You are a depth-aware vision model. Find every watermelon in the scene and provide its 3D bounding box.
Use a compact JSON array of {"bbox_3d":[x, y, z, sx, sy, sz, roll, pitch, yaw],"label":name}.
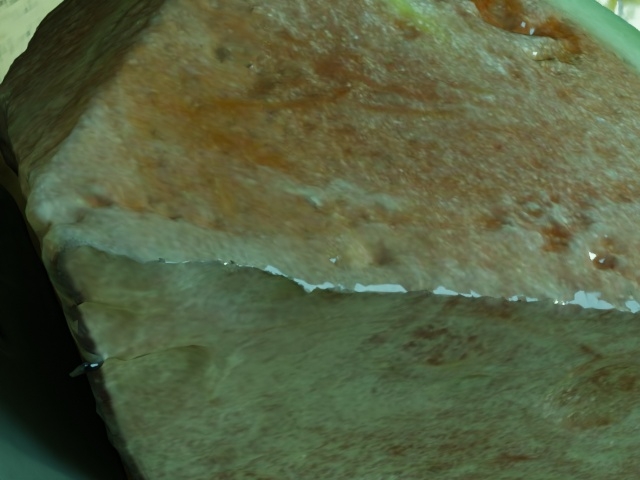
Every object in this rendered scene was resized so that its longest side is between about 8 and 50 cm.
[{"bbox_3d":[0.032,-0.016,0.604,0.283,0.250,0.292,61,-8,4],"label":"watermelon"}]

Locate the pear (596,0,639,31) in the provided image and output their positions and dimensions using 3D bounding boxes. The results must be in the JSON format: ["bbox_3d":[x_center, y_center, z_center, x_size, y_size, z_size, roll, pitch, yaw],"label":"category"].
[{"bbox_3d":[0.088,-0.104,0.973,0.178,0.178,0.178,45,34,-41],"label":"pear"}]

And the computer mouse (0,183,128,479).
[{"bbox_3d":[-0.119,0.046,0.550,0.128,0.079,0.231,49,13,-49],"label":"computer mouse"}]
